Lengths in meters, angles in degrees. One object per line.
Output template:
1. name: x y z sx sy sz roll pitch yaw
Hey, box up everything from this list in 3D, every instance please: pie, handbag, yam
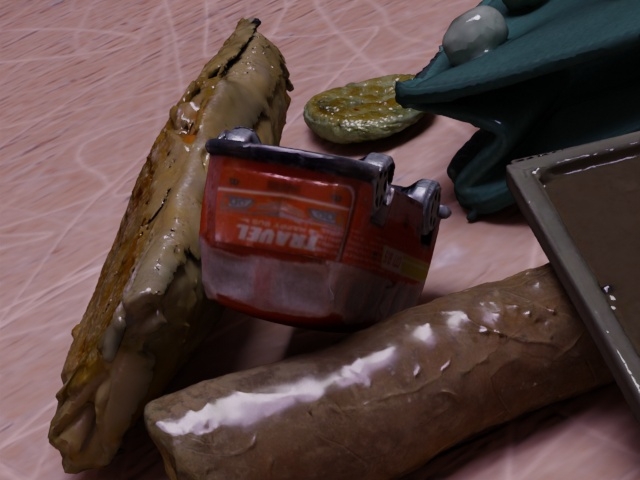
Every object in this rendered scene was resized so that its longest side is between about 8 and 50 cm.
1. pie: -0.062 -0.003 0.835 0.068 0.129 0.282 25 33 -3
2. handbag: 0.192 -0.145 0.923 0.274 0.100 0.269 -19 18 42
3. yam: 0.075 0.046 0.739 0.299 0.066 0.066 -20 28 -14
4. pie: 0.030 -0.076 1.038 0.084 0.021 0.084 -11 23 5

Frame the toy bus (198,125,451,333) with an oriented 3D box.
1. toy bus: 0.000 0.000 0.770 0.079 0.077 0.174 11 -1 15

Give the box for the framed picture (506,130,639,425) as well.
1. framed picture: 0.199 0.027 0.681 0.189 0.023 0.260 -14 42 -8
